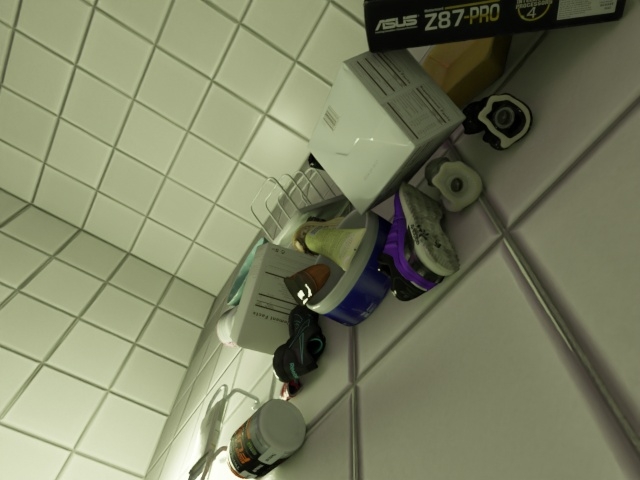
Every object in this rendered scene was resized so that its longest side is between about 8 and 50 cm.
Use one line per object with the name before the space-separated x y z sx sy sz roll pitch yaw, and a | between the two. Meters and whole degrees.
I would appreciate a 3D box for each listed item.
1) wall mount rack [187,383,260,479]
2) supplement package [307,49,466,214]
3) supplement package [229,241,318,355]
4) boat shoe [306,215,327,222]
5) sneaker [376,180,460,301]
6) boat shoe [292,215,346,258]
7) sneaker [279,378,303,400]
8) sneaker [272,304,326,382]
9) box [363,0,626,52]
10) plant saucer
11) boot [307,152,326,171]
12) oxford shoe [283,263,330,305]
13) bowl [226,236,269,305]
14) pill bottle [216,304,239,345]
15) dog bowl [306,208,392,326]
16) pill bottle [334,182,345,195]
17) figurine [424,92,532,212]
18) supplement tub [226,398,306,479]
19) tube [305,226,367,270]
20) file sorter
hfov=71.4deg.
wall mount rack | -0.293 0.593 1.244 0.304 0.130 0.350 -51 16 20
supplement package | 0.115 -0.215 0.893 0.145 0.204 0.262 -32 -11 -27
supplement package | -0.131 0.173 1.295 0.177 0.175 0.293 169 119 -71
boat shoe | -0.031 -0.017 1.491 0.233 0.079 0.084 120 166 -66
sneaker | 0.160 0.001 0.850 0.146 0.102 0.293 -53 15 30
boat shoe | 0.000 0.000 1.322 0.285 0.104 0.089 -17 39 52
sneaker | -0.066 0.335 1.104 0.067 0.042 0.118 133 154 -55
sneaker | -0.030 0.245 1.113 0.106 0.101 0.267 -20 24 22
box | 0.291 -0.458 0.815 0.318 0.395 0.097 -73 -24 -50
plant saucer | 0.352 -0.434 1.098 0.333 0.081 0.333 -35 29 60
boot | 0.099 -0.297 1.411 0.246 0.207 0.094 -48 42 28
oxford shoe | -0.028 0.096 1.002 0.076 0.076 0.212 -34 1 -22
bowl | -0.243 0.159 1.843 0.311 0.163 0.311 -54 15 22
pill bottle | -0.290 0.322 1.685 0.283 0.160 0.160 -33 30 63
dog bowl | 0.075 0.060 1.032 0.265 0.104 0.265 -54 15 23
pill bottle | 0.152 -0.232 1.282 0.246 0.136 0.136 -44 21 49
figurine | 0.278 -0.174 0.854 0.215 0.092 0.209 -57 6 16
supplement tub | -0.124 0.433 0.958 0.190 0.117 0.117 -51 16 33
tube | 0.031 0.009 0.969 0.240 0.062 0.070 -168 64 -70
file sorter | -0.068 -0.129 1.524 0.278 0.173 0.193 -23 -19 -47
